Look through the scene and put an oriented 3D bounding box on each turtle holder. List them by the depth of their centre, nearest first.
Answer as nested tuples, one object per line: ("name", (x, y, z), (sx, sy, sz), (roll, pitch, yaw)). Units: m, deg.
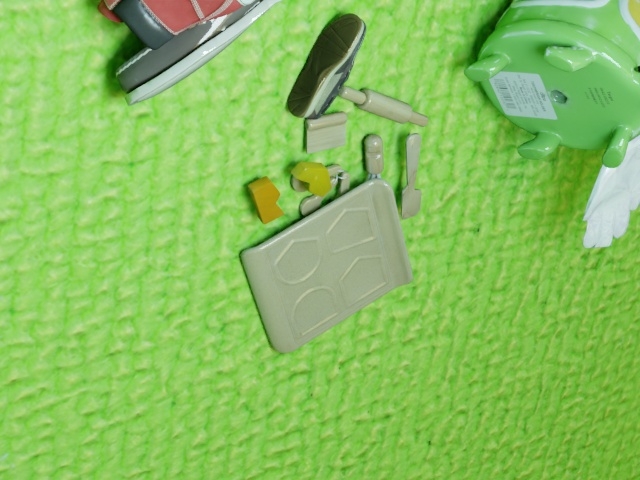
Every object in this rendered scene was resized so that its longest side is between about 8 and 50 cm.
("turtle holder", (0.374, -0.260, 2.150), (0.243, 0.320, 0.227), (41, 61, -14))

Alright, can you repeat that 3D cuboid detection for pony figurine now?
("pony figurine", (0.524, -0.165, 2.297), (0.303, 0.363, 0.351), (2, 120, -13))

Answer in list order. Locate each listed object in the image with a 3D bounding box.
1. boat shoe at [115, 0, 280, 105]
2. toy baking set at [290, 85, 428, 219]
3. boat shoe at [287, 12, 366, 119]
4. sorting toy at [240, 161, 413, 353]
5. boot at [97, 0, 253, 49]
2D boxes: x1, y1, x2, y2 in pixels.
("boat shoe", (-0.113, -0.280, 1.836), (0.324, 0.116, 0.096), (-37, 97, 1))
("toy baking set", (0.061, -0.112, 2.171), (0.256, 0.030, 0.196), (10, 117, -39))
("boat shoe", (0.014, -0.222, 2.032), (0.049, 0.056, 0.152), (14, 118, -52))
("sorting toy", (0.000, 0.000, 2.177), (0.229, 0.041, 0.307), (-28, 134, -12))
("boot", (-0.194, -0.335, 1.725), (0.176, 0.088, 0.244), (-24, 108, 15))
